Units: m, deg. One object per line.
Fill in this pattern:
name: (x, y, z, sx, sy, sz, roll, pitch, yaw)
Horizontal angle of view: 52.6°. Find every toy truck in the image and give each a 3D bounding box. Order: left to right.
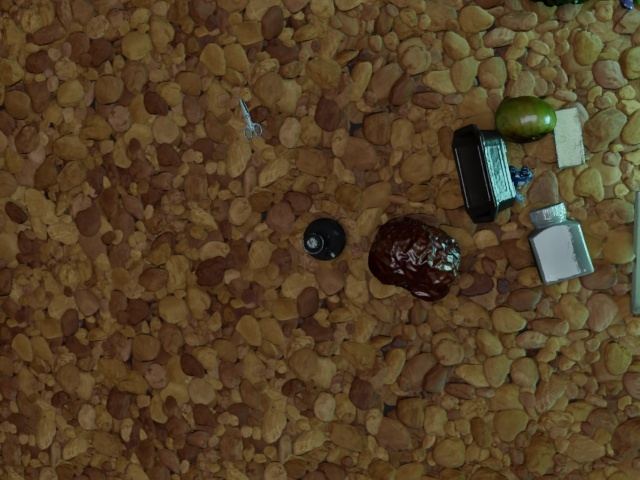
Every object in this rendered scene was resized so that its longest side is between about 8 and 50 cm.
toy truck: (0.511, -0.146, 1.684, 0.073, 0.056, 0.090, 5, 110, 18)

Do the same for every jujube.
jujube: (0.245, 0.042, 1.684, 0.232, 0.213, 0.213, 19, 100, 12)

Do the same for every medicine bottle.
medicine bottle: (0.603, 0.005, 1.653, 0.131, 0.088, 0.189, -17, 91, 15)

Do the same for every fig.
fig: (0.512, -0.301, 1.624, 0.152, 0.136, 0.121, 12, 89, 26)

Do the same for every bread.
bread: (0.632, -0.262, 1.653, 0.068, 0.028, 0.154, -8, 92, 15)

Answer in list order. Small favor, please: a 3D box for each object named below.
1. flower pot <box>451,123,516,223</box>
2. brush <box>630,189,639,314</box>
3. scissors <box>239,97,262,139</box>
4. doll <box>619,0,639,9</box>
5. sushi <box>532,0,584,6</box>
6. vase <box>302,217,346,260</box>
flower pot: (0.424, -0.174, 1.656, 0.084, 0.179, 0.251, -13, 92, -10)
brush: (0.814, 0.030, 1.629, 0.060, 0.050, 0.321, -1, 102, 12)
scissors: (-0.210, -0.352, 1.863, 0.058, 0.014, 0.119, -20, 94, 14)
doll: (0.726, -0.645, 1.583, 0.190, 0.050, 0.115, 31, 100, 13)
sushi: (0.598, -0.735, 1.522, 0.294, 0.178, 0.352, 29, 99, 20)
vase: (0.000, 0.000, 1.756, 0.120, 0.183, 0.120, 1, 95, 15)
